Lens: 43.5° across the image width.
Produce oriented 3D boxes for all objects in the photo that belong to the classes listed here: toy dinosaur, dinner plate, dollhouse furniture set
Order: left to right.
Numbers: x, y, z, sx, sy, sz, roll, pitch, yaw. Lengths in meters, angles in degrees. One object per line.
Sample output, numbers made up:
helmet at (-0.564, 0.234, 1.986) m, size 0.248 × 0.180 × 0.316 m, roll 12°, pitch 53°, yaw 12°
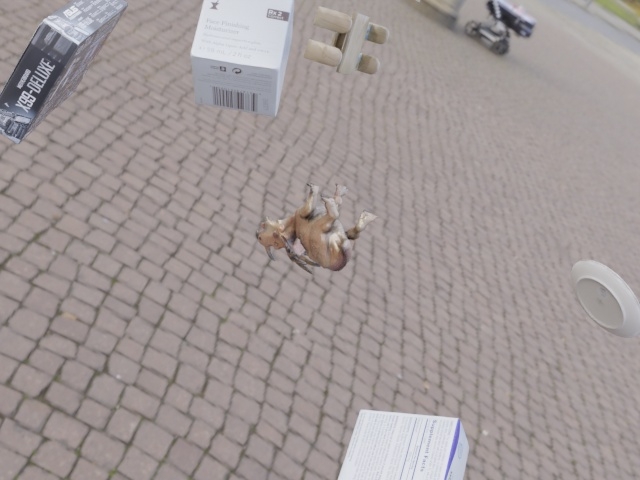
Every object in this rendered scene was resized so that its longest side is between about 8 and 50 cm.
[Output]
toy dinosaur at (0.000, 0.000, 1.586) m, size 0.127 × 0.200 × 0.296 m, roll 12°, pitch 19°, yaw -32°
dollhouse furniture set at (0.109, -0.490, 1.821) m, size 0.161 × 0.242 × 0.212 m, roll 24°, pitch 16°, yaw 24°
dinner plate at (0.435, 0.093, 1.234) m, size 0.017 × 0.141 × 0.141 m, roll -32°, pitch 61°, yaw -19°

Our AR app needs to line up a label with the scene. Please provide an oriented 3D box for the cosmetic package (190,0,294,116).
cosmetic package at (-0.132, -0.340, 1.398) m, size 0.151 × 0.151 × 0.183 m, roll 9°, pitch 67°, yaw -2°

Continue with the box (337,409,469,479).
box at (0.104, 0.287, 1.005) m, size 0.072 × 0.137 × 0.126 m, roll 65°, pitch 35°, yaw -39°

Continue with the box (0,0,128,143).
box at (-0.502, -0.348, 1.550) m, size 0.076 × 0.242 × 0.307 m, roll 35°, pitch 28°, yaw -14°
